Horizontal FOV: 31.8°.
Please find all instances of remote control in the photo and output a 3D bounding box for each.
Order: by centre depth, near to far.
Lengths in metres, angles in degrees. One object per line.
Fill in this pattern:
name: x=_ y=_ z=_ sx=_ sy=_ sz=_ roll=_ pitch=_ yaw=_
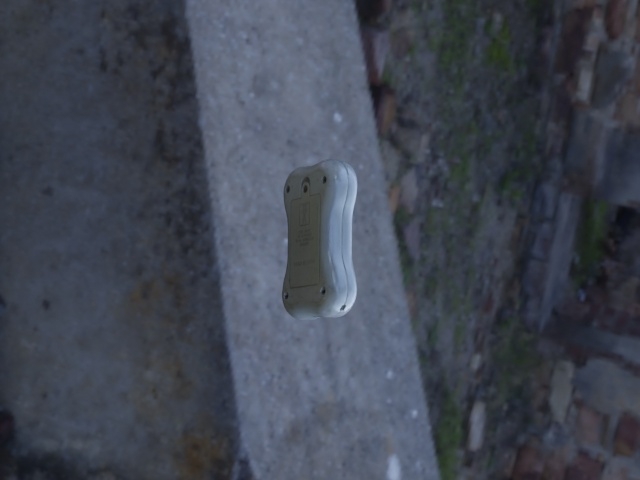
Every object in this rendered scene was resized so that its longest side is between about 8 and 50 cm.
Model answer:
remote control: x=0.000 y=0.000 z=0.870 sx=0.032 sy=0.074 sz=0.122 roll=8 pitch=80 yaw=-36
